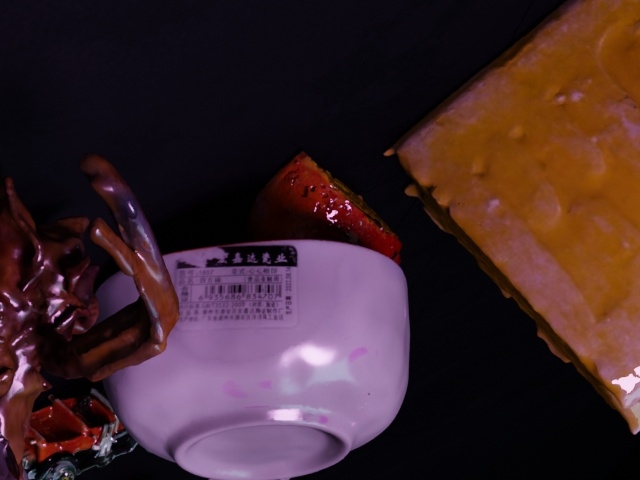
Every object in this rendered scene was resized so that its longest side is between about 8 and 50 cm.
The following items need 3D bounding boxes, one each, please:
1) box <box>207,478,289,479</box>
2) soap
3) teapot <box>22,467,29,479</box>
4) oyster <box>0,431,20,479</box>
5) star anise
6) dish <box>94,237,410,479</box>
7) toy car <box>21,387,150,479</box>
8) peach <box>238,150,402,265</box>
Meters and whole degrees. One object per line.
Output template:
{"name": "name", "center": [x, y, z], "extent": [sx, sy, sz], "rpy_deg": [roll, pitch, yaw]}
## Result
{"name": "box", "center": [-0.091, 0.276, 1.737], "extent": [0.247, 0.033, 0.129], "rpy_deg": [-49, 158, 24]}
{"name": "soap", "center": [0.271, -0.057, 1.285], "extent": [0.335, 0.293, 0.156], "rpy_deg": [-38, 157, 1]}
{"name": "teapot", "center": [-0.320, 0.231, 1.095], "extent": [0.294, 0.129, 0.193], "rpy_deg": [-32, 162, -37]}
{"name": "oyster", "center": [-0.344, 0.138, 0.825], "extent": [0.361, 0.221, 0.096], "rpy_deg": [-30, -163, -1]}
{"name": "star anise", "center": [-0.194, 0.053, 0.935], "extent": [0.237, 0.148, 0.346], "rpy_deg": [-19, 162, -47]}
{"name": "dish", "center": [-0.046, 0.103, 1.180], "extent": [0.256, 0.117, 0.256], "rpy_deg": [-4, 154, -2]}
{"name": "toy car", "center": [-0.182, 0.148, 1.260], "extent": [0.143, 0.073, 0.054], "rpy_deg": [-18, 134, -42]}
{"name": "peach", "center": [0.005, 0.004, 1.243], "extent": [0.127, 0.092, 0.172], "rpy_deg": [-29, 160, -16]}
